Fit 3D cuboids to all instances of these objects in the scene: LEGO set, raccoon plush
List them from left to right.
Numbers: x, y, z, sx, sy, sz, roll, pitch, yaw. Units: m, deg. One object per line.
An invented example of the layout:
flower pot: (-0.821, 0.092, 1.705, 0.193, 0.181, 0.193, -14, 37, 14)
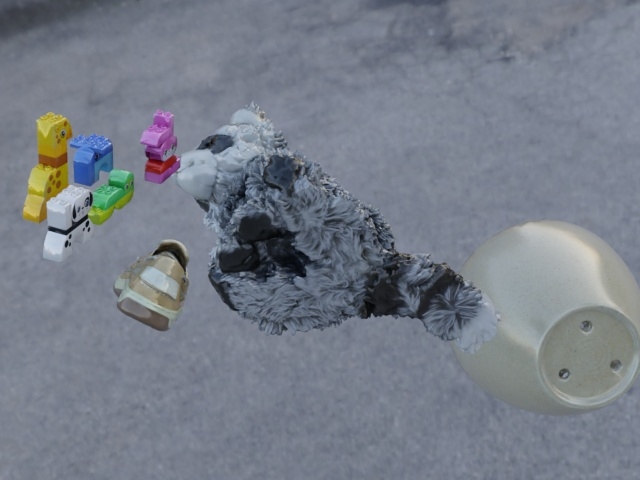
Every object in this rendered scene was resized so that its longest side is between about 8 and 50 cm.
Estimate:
LEGO set: (-0.222, -0.079, 0.903, 0.087, 0.093, 0.227, 14, 30, 14)
raccoon plush: (0.000, 0.000, 1.288, 0.216, 0.446, 0.299, -48, 24, 15)

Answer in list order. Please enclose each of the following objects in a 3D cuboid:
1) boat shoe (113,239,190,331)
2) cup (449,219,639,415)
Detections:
boat shoe: (-0.143, 0.034, 0.861, 0.072, 0.068, 0.190, -63, 15, -3)
cup: (0.391, 0.151, 1.520, 0.331, 0.331, 0.237, -18, 14, -2)
